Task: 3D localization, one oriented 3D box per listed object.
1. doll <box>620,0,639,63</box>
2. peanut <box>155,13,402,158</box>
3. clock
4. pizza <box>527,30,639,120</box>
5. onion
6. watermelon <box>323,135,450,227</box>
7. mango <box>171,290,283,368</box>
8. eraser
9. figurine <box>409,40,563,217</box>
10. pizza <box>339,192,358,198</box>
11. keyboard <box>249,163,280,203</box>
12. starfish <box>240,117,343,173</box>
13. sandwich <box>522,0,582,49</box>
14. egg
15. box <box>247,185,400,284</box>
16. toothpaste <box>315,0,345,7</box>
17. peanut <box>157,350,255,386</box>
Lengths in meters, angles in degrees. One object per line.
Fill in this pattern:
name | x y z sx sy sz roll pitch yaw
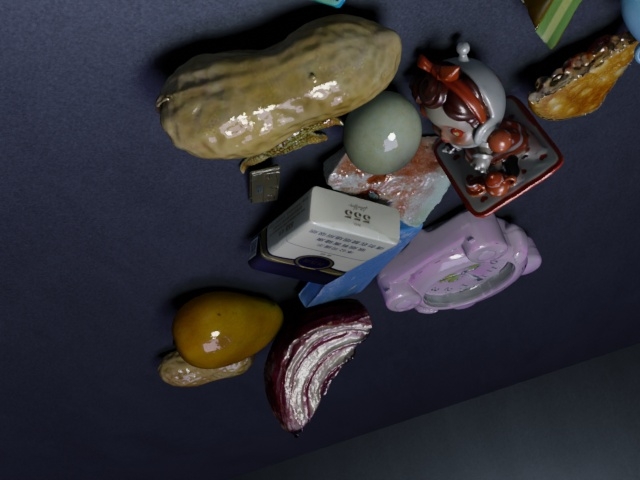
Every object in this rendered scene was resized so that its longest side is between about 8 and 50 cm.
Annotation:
doll | 0.500 -0.353 0.978 0.177 0.141 0.314 23 130 -7
peanut | -0.046 -0.192 0.964 0.313 0.149 0.149 -23 153 1
clock | 0.304 0.055 1.650 0.295 0.113 0.322 -35 149 30
pizza | 0.410 -0.258 1.182 0.193 0.053 0.201 -41 155 29
onion | -0.046 0.238 1.654 0.146 0.314 0.280 29 177 -20
watermelon | 0.110 -0.112 1.271 0.241 0.094 0.154 6 139 -32
mango | -0.191 0.183 1.566 0.175 0.139 0.254 -35 155 27
eraser | 0.074 0.043 1.525 0.144 0.042 0.312 -13 159 -30
figurine | 0.212 -0.183 1.110 0.160 0.183 0.226 -34 137 12
pizza | 0.038 -0.050 1.378 0.099 0.036 0.160 -10 152 -14
keyboard | -0.089 -0.088 1.231 0.049 0.015 0.129 -9 164 -7
starfish | -0.078 -0.145 1.132 0.208 0.053 0.176 4 156 -25
sandwich | 0.324 -0.319 1.002 0.116 0.074 0.074 -32 150 26
egg | 0.089 -0.154 1.128 0.114 0.114 0.152 -11 164 -13
box | 0.000 0.000 1.319 0.168 0.071 0.259 13 155 -23
toothpaste | -0.078 -0.308 0.813 0.267 0.050 0.065 2 146 -34
peanut | -0.256 0.269 1.742 0.226 0.095 0.108 -16 138 5
